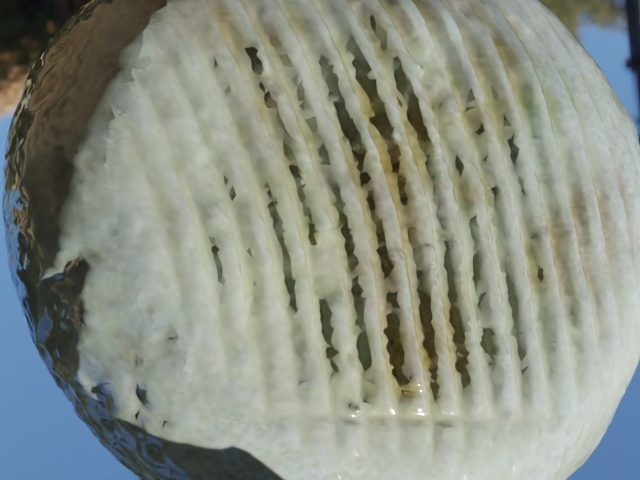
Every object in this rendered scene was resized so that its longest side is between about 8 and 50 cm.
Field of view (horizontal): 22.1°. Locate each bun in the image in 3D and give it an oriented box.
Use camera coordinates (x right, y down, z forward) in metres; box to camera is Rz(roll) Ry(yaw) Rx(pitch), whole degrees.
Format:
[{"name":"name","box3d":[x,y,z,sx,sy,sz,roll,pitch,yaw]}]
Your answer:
[{"name":"bun","box3d":[0.000,0.000,0.864,0.362,0.361,0.211,-28,-177,-34]}]
